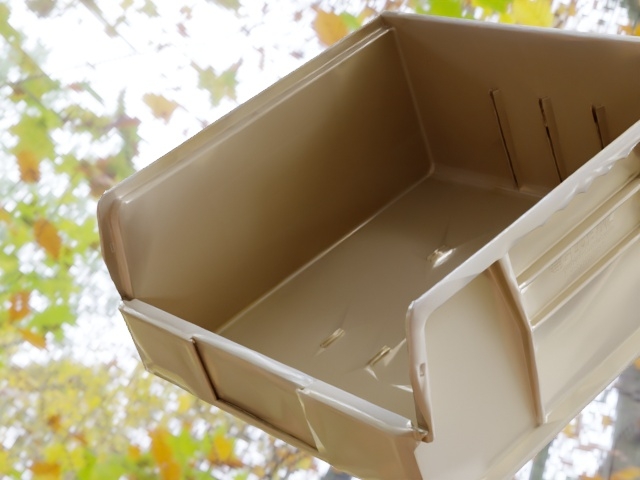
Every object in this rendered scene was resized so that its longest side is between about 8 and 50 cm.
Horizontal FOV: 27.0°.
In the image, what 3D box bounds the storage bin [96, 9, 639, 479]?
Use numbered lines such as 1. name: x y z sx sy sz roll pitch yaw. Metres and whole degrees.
1. storage bin: 0.050 -0.007 0.735 0.262 0.260 0.123 18 -45 48
